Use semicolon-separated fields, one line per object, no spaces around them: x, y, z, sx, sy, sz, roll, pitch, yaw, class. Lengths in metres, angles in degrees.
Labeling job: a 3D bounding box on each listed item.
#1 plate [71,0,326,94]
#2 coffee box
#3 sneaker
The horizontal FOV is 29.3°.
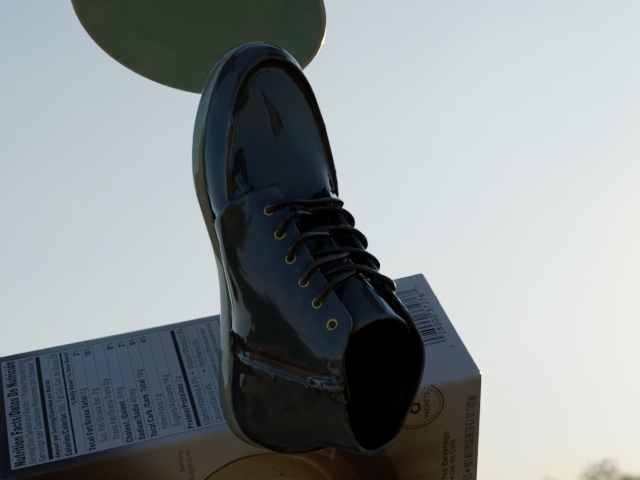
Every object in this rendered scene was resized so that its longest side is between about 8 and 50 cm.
-0.087;-0.174;0.885;0.188;0.024;0.188;6;-33;4;plate
-0.055;0.145;0.801;0.297;0.119;0.168;-11;-54;-11;coffee box
0.000;0.000;0.633;0.083;0.222;0.118;-6;-1;-34;sneaker
